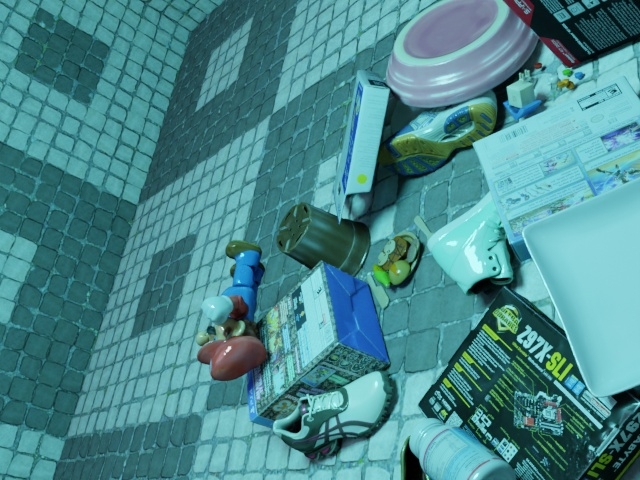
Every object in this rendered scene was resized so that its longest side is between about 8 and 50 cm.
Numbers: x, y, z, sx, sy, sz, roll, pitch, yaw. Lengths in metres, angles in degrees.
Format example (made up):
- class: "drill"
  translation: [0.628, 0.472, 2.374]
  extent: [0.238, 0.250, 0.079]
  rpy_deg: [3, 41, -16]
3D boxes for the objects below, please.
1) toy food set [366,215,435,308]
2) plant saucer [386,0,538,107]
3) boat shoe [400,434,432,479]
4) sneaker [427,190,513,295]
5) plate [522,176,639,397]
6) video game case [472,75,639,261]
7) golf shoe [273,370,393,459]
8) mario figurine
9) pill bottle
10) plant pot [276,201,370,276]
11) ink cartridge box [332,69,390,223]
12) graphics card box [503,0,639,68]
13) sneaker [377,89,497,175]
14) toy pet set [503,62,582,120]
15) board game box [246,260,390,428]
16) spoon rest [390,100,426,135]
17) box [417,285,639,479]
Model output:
- class: "toy food set"
  translation: [0.159, 0.036, 1.525]
  extent: [0.192, 0.038, 0.132]
  rpy_deg: [-53, 32, 16]
- class: "plant saucer"
  translation: [0.284, -0.417, 1.526]
  extent: [0.332, 0.084, 0.332]
  rpy_deg: [-20, 39, 18]
- class: "boat shoe"
  translation: [0.164, 0.457, 1.128]
  extent: [0.111, 0.104, 0.307]
  rpy_deg: [-35, 41, 38]
- class: "sneaker"
  translation: [0.329, -0.008, 1.276]
  extent: [0.256, 0.094, 0.151]
  rpy_deg: [-39, 58, 14]
- class: "plate"
  translation: [0.451, 0.046, 0.983]
  extent: [0.278, 0.045, 0.277]
  rpy_deg: [-26, 54, 17]
- class: "video game case"
  translation: [0.406, -0.117, 1.164]
  extent: [0.269, 0.061, 0.244]
  rpy_deg: [-23, 44, 17]
- class: "golf shoe"
  translation: [0.026, 0.338, 1.416]
  extent: [0.273, 0.120, 0.105]
  rpy_deg: [-44, 34, 27]
- class: "mario figurine"
  translation: [-0.208, 0.154, 1.568]
  extent: [0.170, 0.198, 0.320]
  rpy_deg: [-25, 41, 29]
- class: "pill bottle"
  translation: [0.200, 0.323, 1.051]
  extent: [0.087, 0.087, 0.160]
  rpy_deg: [-62, 30, 1]
- class: "plant pot"
  translation: [0.000, 0.000, 1.669]
  extent: [0.167, 0.165, 0.167]
  rpy_deg: [-35, 40, 37]
- class: "ink cartridge box"
  translation: [0.091, -0.221, 1.669]
  extent: [0.303, 0.072, 0.307]
  rpy_deg: [-94, 12, -71]
- class: "graphics card box"
  translation: [0.504, -0.447, 1.189]
  extent: [0.371, 0.233, 0.094]
  rpy_deg: [-17, 45, 52]
- class: "sneaker"
  translation: [0.252, -0.241, 1.556]
  extent: [0.296, 0.112, 0.131]
  rpy_deg: [-21, 40, 38]
- class: "toy pet set"
  translation: [0.418, -0.278, 1.383]
  extent: [0.114, 0.065, 0.122]
  rpy_deg: [-28, 31, -14]
- class: "board game box"
  translation: [-0.020, 0.233, 1.541]
  extent: [0.291, 0.141, 0.232]
  rpy_deg: [-45, 35, 28]
- class: "spoon rest"
  translation: [0.233, -0.353, 1.673]
  extent: [0.137, 0.084, 0.276]
  rpy_deg: [4, 69, 57]
- class: "box"
  translation: [0.310, 0.256, 1.093]
  extent: [0.257, 0.079, 0.322]
  rpy_deg: [-55, 32, 10]
